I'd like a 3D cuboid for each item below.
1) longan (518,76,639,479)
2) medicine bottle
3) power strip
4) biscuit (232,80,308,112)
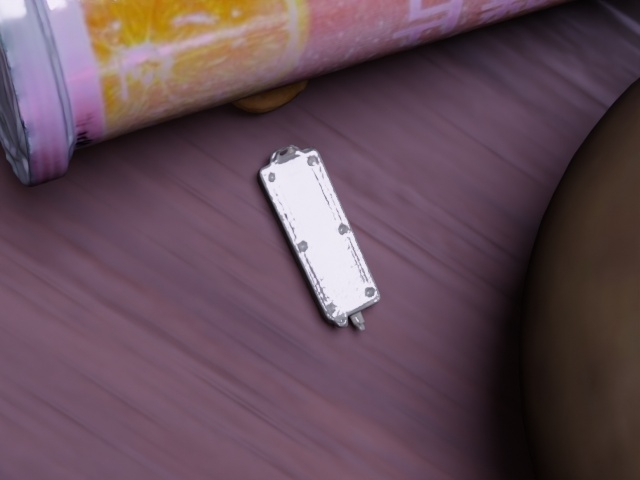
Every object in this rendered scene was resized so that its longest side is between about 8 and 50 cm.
[{"bbox_3d":[0.222,0.062,0.464,0.319,0.319,0.319,0,87,-7],"label":"longan"},{"bbox_3d":[0.078,-0.135,0.511,0.426,0.108,0.108,-19,90,-16],"label":"medicine bottle"},{"bbox_3d":[0.000,0.000,0.565,0.027,0.017,0.083,-24,90,-7],"label":"power strip"},{"bbox_3d":[-0.116,-0.125,0.530,0.240,0.035,0.158,4,83,-18],"label":"biscuit"}]
